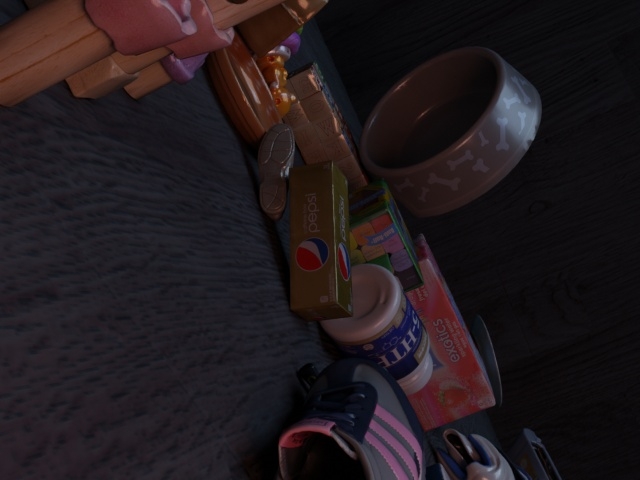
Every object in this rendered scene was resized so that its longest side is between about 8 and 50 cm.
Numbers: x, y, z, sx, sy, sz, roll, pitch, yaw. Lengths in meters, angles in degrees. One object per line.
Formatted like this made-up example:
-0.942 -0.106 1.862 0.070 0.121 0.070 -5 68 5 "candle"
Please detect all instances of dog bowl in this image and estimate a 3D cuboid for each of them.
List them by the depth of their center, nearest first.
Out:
0.219 -0.209 1.343 0.102 0.349 0.349 44 21 -33 "dog bowl"

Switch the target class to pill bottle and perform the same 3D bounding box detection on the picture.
0.081 0.126 0.969 0.187 0.112 0.112 55 15 -44 "pill bottle"

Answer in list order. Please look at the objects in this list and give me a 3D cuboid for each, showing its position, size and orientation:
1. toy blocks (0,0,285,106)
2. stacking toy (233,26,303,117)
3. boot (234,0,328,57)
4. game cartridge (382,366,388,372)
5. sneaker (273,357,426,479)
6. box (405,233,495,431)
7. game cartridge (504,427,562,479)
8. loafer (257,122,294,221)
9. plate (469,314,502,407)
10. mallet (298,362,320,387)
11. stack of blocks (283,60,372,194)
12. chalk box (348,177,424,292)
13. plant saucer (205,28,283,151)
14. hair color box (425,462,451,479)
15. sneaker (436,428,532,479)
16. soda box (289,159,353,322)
-0.107 -0.268 0.510 0.289 0.260 0.309 64 11 -5 "toy blocks"
-0.083 -0.333 1.131 0.166 0.175 0.302 159 -76 -72 "stacking toy"
-0.080 -0.419 0.979 0.269 0.236 0.089 50 32 -16 "boot"
0.058 0.174 0.901 0.017 0.056 0.083 63 8 28 "game cartridge"
0.018 0.165 0.575 0.319 0.112 0.131 -93 160 -65 "sneaker"
0.184 0.163 1.314 0.300 0.142 0.154 63 11 -14 "box"
0.408 0.534 1.479 0.062 0.198 0.297 31 14 -9 "game cartridge"
-0.055 -0.084 0.916 0.039 0.045 0.125 80 13 -67 "loafer"
0.325 0.242 1.473 0.188 0.024 0.188 -12 90 -90 "plate"
0.045 0.197 0.771 0.190 0.062 0.039 61 10 -21 "mallet"
0.014 -0.184 1.396 0.297 0.087 0.171 63 11 -17 "stack of blocks"
0.065 0.015 1.083 0.213 0.132 0.132 -84 149 -72 "chalk box"
-0.102 -0.200 0.994 0.200 0.037 0.200 -23 90 -80 "plant saucer"
0.147 0.401 0.703 0.347 0.105 0.174 60 12 -26 "hair color box"
0.301 0.421 1.368 0.236 0.130 0.323 58 6 -9 "sneaker"
0.000 0.000 0.869 0.061 0.058 0.181 45 39 -61 "soda box"
